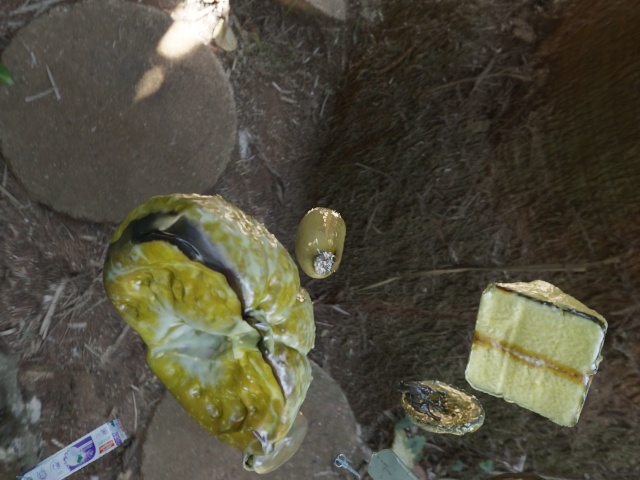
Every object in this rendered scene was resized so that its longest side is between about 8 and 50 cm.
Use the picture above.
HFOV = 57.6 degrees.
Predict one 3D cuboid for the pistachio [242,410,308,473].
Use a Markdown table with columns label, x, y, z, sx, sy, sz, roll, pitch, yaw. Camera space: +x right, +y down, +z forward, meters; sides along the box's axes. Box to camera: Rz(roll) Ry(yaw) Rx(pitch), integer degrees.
| label | x | y | z | sx | sy | sz | roll | pitch | yaw |
| --- | --- | --- | --- | --- | --- | --- | --- | --- | --- |
| pistachio | -0.118 | 0.527 | 1.546 | 0.226 | 0.136 | 0.135 | -33 | 99 | -45 |

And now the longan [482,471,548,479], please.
| label | x | y | z | sx | sy | sz | roll | pitch | yaw |
| --- | --- | --- | --- | --- | --- | --- | --- | --- | --- |
| longan | 0.535 | 0.818 | 1.545 | 0.391 | 0.391 | 0.390 | 2 | 85 | -22 |

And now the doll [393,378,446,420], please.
| label | x | y | z | sx | sy | sz | roll | pitch | yaw |
| --- | --- | --- | --- | --- | --- | --- | --- | --- | --- |
| doll | 0.303 | 0.479 | 1.792 | 0.165 | 0.139 | 0.057 | 18 | 53 | 20 |

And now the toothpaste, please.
| label | x | y | z | sx | sy | sz | roll | pitch | yaw |
| --- | --- | --- | --- | --- | --- | --- | --- | --- | --- |
| toothpaste | -0.421 | 0.370 | 0.986 | 0.196 | 0.040 | 0.047 | -32 | 77 | 7 |

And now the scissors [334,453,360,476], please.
| label | x | y | z | sx | sy | sz | roll | pitch | yaw |
| --- | --- | --- | --- | --- | --- | --- | --- | --- | --- |
| scissors | 0.077 | 0.628 | 1.610 | 0.083 | 0.006 | 0.036 | 37 | 61 | 8 |

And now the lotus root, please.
| label | x | y | z | sx | sy | sz | roll | pitch | yaw |
| --- | --- | --- | --- | --- | --- | --- | --- | --- | --- |
| lotus root | -0.002 | 0.002 | 1.558 | 0.131 | 0.303 | 0.146 | 11 | 119 | 1 |

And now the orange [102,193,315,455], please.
| label | x | y | z | sx | sy | sz | roll | pitch | yaw |
| --- | --- | --- | --- | --- | --- | --- | --- | --- | --- |
| orange | -0.137 | 0.096 | 0.821 | 0.210 | 0.271 | 0.368 | -45 | 117 | -54 |

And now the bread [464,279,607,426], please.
| label | x | y | z | sx | sy | sz | roll | pitch | yaw |
| --- | --- | --- | --- | --- | --- | --- | --- | --- | --- |
| bread | 0.451 | 0.238 | 1.231 | 0.199 | 0.236 | 0.263 | -6 | 113 | -26 |

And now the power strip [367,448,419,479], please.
| label | x | y | z | sx | sy | sz | roll | pitch | yaw |
| --- | --- | --- | --- | --- | --- | --- | --- | --- | --- |
| power strip | 0.205 | 0.596 | 1.385 | 0.080 | 0.029 | 0.227 | -45 | 66 | -2 |

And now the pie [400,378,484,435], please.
| label | x | y | z | sx | sy | sz | roll | pitch | yaw |
| --- | --- | --- | --- | --- | --- | --- | --- | --- | --- |
| pie | 0.397 | 0.542 | 1.892 | 0.274 | 0.274 | 0.055 | -1 | 112 | -22 |
